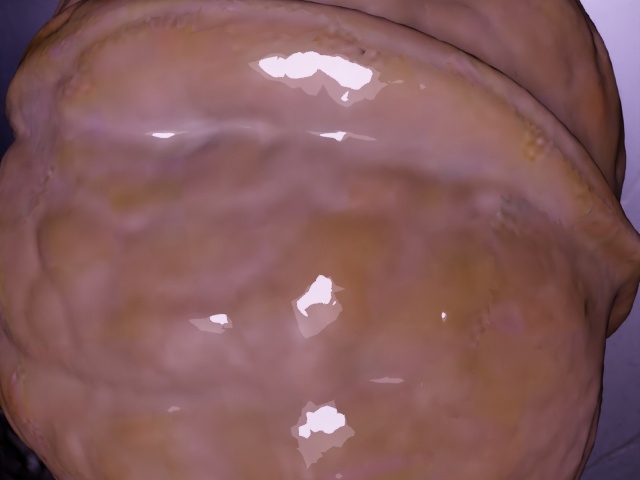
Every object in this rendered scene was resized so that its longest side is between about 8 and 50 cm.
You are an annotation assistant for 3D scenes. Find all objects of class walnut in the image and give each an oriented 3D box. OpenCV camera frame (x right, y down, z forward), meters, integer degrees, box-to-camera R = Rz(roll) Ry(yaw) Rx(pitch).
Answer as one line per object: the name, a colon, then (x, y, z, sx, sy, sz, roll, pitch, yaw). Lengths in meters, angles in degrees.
walnut: (0.000, 0.000, 0.481, 0.285, 0.285, 0.297, 11, 67, 7)

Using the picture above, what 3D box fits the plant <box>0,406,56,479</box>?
plant: (-0.227, 0.193, 0.531, 0.215, 0.312, 0.213, -20, 95, 15)
